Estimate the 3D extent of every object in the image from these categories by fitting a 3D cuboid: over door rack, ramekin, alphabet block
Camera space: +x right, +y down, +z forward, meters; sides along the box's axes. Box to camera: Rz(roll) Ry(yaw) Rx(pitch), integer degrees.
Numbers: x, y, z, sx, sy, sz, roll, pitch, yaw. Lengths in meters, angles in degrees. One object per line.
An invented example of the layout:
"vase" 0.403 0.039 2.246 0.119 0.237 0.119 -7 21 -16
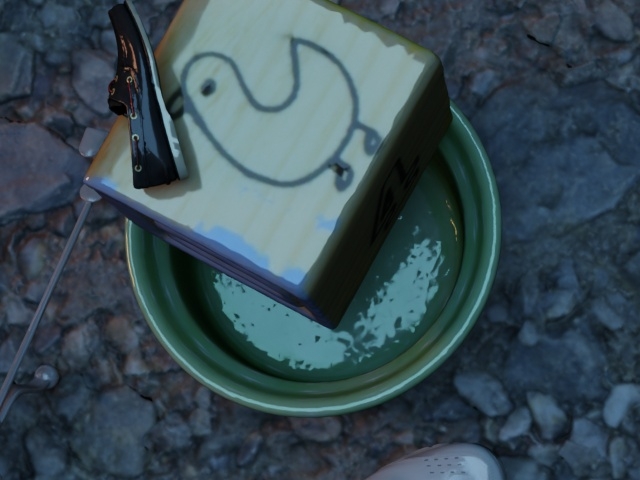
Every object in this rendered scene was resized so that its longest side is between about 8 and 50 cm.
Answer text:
"over door rack" -0.331 0.037 1.570 0.239 0.108 0.324 15 72 9
"ramekin" 0.000 0.000 1.509 0.303 0.148 0.303 -1 81 7
"alphabet block" -0.031 -0.070 1.350 0.192 0.193 0.197 27 85 9

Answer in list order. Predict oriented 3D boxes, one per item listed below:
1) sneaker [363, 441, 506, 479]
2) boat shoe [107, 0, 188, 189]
"sneaker" 0.022 0.259 1.474 0.297 0.129 0.111 -32 77 -1
"boat shoe" -0.126 -0.100 1.243 0.042 0.049 0.133 -14 83 -4
